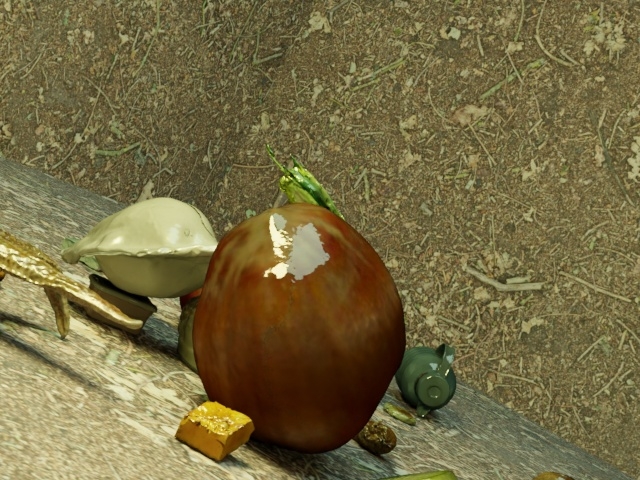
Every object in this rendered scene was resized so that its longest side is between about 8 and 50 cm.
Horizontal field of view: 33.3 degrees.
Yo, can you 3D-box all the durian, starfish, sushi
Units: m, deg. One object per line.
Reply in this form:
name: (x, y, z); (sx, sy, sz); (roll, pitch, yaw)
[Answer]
durian: (0.004, -0.006, 1.819); (0.375, 0.106, 0.132); (51, -1, -32)
starfish: (-0.467, 0.050, 1.418); (0.398, 0.132, 0.383); (20, 11, -47)
sushi: (0.090, 0.345, 1.887); (0.060, 0.062, 0.118); (14, -10, -41)

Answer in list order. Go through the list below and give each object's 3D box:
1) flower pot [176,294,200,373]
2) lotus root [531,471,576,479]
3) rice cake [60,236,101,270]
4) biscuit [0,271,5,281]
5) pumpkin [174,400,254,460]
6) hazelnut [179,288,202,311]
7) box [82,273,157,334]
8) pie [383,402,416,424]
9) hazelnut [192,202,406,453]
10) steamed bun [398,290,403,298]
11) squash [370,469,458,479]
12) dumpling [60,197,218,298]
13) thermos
flower pot: (-0.088, 0.149, 1.904); (0.307, 0.244, 0.307); (26, 1, 0)
lotus root: (0.585, 0.567, 2.210); (0.329, 0.078, 0.167); (27, 3, 20)
rice cake: (-0.483, 0.043, 2.448); (0.127, 0.043, 0.237); (29, 3, 19)
biscuit: (-0.569, 0.031, 1.689); (0.144, 0.033, 0.224); (28, 2, -5)
pumpkin: (-0.137, 0.247, 1.384); (0.074, 0.054, 0.083); (24, 22, 21)
hazelnut: (-0.181, 0.136, 2.183); (0.208, 0.208, 0.208); (27, 2, -1)
box: (-0.358, 0.114, 1.880); (0.122, 0.062, 0.089); (27, 1, -25)
pie: (0.179, 0.388, 2.399); (0.084, 0.020, 0.084); (27, 2, -1)
hazelnut: (-0.034, 0.131, 1.599); (0.365, 0.366, 0.366); (27, 2, -1)
steamed bun: (-0.017, 0.163, 2.351); (0.273, 0.291, 0.272); (15, -7, -33)
squash: (0.147, 0.405, 1.512); (0.204, 0.155, 0.237); (-11, -9, 17)
dumpling: (-0.315, 0.011, 1.862); (0.260, 0.181, 0.341); (-1, 28, -31)
thermos: (0.278, 0.341, 2.685); (0.145, 0.182, 0.286); (28, 0, -3)
